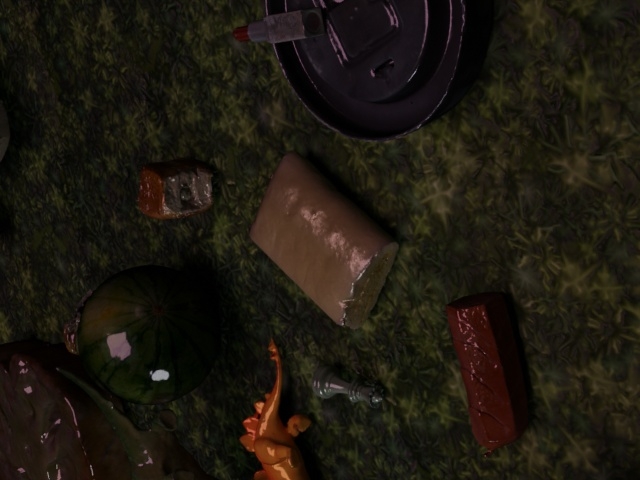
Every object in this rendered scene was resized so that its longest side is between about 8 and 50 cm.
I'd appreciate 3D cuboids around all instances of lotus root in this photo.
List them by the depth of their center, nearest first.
[{"bbox_3d":[-0.439,0.336,1.929,0.390,0.111,0.375,-20,92,50],"label":"lotus root"}]

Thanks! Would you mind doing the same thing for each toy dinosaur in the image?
[{"bbox_3d":[-0.053,0.273,1.513,0.117,0.070,0.288,-21,85,50],"label":"toy dinosaur"},{"bbox_3d":[-0.216,0.335,1.601,0.447,0.087,0.301,45,148,-8],"label":"toy dinosaur"}]

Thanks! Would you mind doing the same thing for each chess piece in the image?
[{"bbox_3d":[0.037,0.177,1.395,0.093,0.042,0.042,12,115,37],"label":"chess piece"}]

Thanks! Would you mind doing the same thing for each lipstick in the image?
[{"bbox_3d":[-0.051,-0.225,1.244,0.129,0.030,0.030,3,107,47],"label":"lipstick"}]

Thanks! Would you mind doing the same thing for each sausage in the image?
[{"bbox_3d":[0.176,0.141,1.207,0.065,0.065,0.169,-4,104,48],"label":"sausage"}]

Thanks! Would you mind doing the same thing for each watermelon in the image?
[{"bbox_3d":[-0.228,0.128,1.554,0.188,0.188,0.215,60,156,11],"label":"watermelon"}]

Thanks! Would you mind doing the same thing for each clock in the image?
[{"bbox_3d":[0.054,-0.240,1.189,0.280,0.055,0.280,21,120,41],"label":"clock"}]

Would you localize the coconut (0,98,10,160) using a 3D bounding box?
[{"bbox_3d":[-0.611,-0.173,1.813,0.244,0.239,0.239,22,121,47],"label":"coconut"}]

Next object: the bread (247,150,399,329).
[{"bbox_3d":[0.000,0.000,1.343,0.178,0.060,0.139,43,133,28],"label":"bread"}]

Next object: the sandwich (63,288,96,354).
[{"bbox_3d":[-0.333,0.120,1.724,0.035,0.105,0.093,17,121,43],"label":"sandwich"}]

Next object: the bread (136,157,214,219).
[{"bbox_3d":[-0.185,-0.063,1.502,0.070,0.083,0.077,24,119,51],"label":"bread"}]
